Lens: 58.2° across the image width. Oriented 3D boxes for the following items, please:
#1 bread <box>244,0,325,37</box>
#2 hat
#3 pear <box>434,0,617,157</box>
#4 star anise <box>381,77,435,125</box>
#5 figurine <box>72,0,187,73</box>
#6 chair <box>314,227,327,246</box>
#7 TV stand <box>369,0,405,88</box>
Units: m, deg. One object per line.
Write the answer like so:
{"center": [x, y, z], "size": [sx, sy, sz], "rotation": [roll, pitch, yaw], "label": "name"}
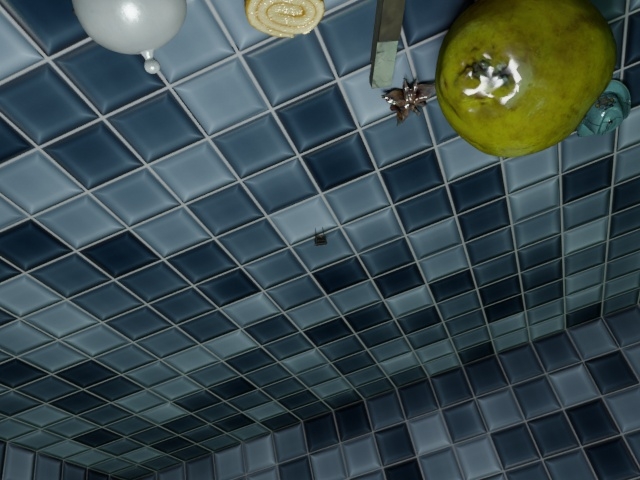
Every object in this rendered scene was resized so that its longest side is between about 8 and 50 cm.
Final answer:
{"center": [-0.072, -0.453, 1.105], "size": [0.149, 0.073, 0.122], "rotation": [7, 143, -22], "label": "bread"}
{"center": [0.754, -0.329, 1.526], "size": [0.138, 0.078, 0.191], "rotation": [-19, 142, 9], "label": "hat"}
{"center": [0.411, -0.349, 1.185], "size": [0.413, 0.352, 0.352], "rotation": [-4, 145, -44], "label": "pear"}
{"center": [0.219, -0.337, 1.354], "size": [0.129, 0.056, 0.124], "rotation": [-25, 141, 14], "label": "star anise"}
{"center": [-0.334, -0.461, 0.930], "size": [0.281, 0.167, 0.370], "rotation": [-16, 134, -6], "label": "figurine"}
{"center": [0.000, 0.002, 1.724], "size": [0.037, 0.042, 0.086], "rotation": [-8, 142, -3], "label": "chair"}
{"center": [0.140, -0.437, 1.214], "size": [0.049, 0.040, 0.256], "rotation": [-9, 142, -9], "label": "TV stand"}
